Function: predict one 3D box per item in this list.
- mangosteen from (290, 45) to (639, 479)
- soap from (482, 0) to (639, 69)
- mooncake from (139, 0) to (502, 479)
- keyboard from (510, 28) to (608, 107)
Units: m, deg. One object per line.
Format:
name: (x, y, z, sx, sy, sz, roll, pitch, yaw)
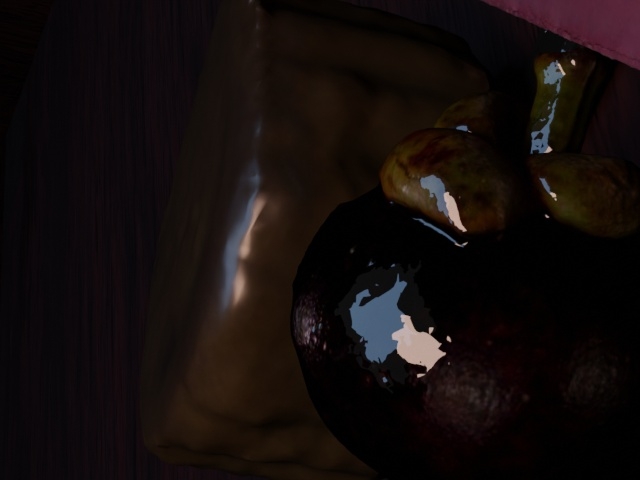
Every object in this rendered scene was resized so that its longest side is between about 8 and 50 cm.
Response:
mangosteen: (0.096, 0.017, 0.999, 0.211, 0.211, 0.250, -129, 57, -66)
soap: (0.192, -0.203, 0.957, 0.359, 0.128, 0.233, -136, 55, -68)
mooncake: (-0.001, 0.001, 1.249, 0.324, 0.187, 0.324, -168, 90, -77)
keyboard: (0.126, -0.046, 1.225, 0.094, 0.025, 0.230, -102, 28, -51)
